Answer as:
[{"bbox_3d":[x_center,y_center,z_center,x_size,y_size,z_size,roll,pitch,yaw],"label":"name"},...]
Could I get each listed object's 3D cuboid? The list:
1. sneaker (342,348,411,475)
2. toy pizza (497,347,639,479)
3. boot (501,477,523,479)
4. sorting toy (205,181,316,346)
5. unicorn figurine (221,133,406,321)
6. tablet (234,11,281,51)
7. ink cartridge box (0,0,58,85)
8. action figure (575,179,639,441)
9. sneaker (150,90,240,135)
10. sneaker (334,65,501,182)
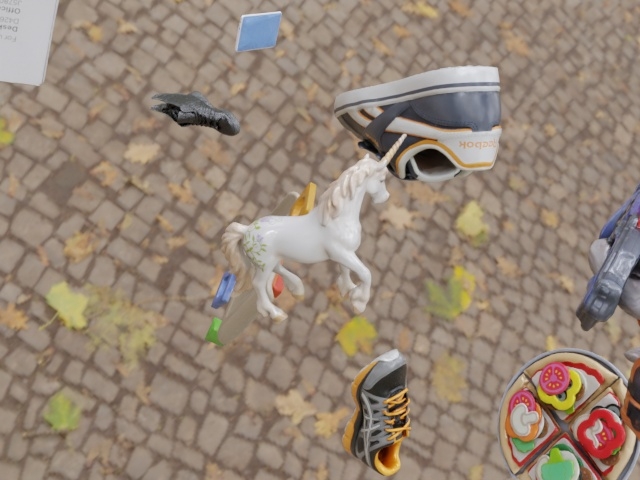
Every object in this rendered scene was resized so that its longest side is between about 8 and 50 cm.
[{"bbox_3d":[0.091,0.235,1.411,0.084,0.215,0.083,-23,48,-30],"label":"sneaker"},{"bbox_3d":[0.305,0.235,1.295,0.032,0.201,0.201,16,54,-47],"label":"toy pizza"},{"bbox_3d":[0.162,0.244,0.802,0.042,0.087,0.119,0,86,-51],"label":"boot"},{"bbox_3d":[-0.081,0.046,1.545,0.047,0.348,0.196,26,52,-16],"label":"sorting toy"},{"bbox_3d":[0.000,0.000,0.768,0.060,0.161,0.111,-96,172,-66],"label":"unicorn figurine"},{"bbox_3d":[-0.088,-0.297,1.464,0.006,0.054,0.083,31,32,30],"label":"tablet"},{"bbox_3d":[-0.271,-0.273,0.684,0.197,0.270,0.198,3,35,-26],"label":"ink cartridge box"},{"bbox_3d":[0.343,0.030,0.915,0.178,0.330,0.341,18,44,22],"label":"action figure"},{"bbox_3d":[-0.242,-0.241,1.995,0.170,0.051,0.089,37,46,25],"label":"sneaker"},{"bbox_3d":[0.109,-0.134,1.276,0.126,0.321,0.128,-7,94,-21],"label":"sneaker"}]
